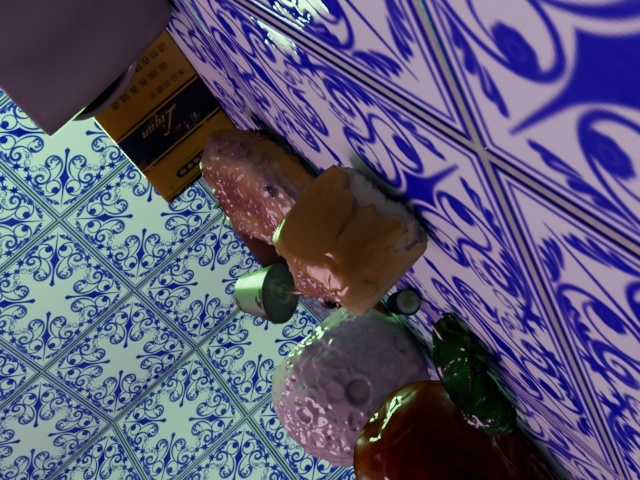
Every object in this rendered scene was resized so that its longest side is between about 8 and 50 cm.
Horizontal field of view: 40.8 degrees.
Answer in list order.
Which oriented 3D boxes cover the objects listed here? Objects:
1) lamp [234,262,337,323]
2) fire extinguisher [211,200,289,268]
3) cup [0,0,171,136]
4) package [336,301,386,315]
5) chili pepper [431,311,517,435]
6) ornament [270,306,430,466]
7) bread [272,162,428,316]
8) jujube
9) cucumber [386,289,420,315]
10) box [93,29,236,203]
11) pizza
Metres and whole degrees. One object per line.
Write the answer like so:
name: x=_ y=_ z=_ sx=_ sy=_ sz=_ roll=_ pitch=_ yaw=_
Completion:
lamp: x=-0.064 y=0.104 z=1.695 sx=0.214 sy=0.121 sz=0.121 roll=-3 pitch=141 yaw=33
fire extinguisher: x=-0.120 y=-0.018 z=1.718 sx=0.105 sy=0.104 sz=0.269 roll=43 pitch=171 yaw=42
cup: x=-0.281 y=-0.239 z=0.976 sx=0.191 sy=0.200 sz=0.253 roll=45 pitch=173 yaw=25
package: x=0.062 y=0.130 z=1.545 sx=0.194 sy=0.071 sz=0.269 roll=28 pitch=161 yaw=30
chili pepper: x=0.168 y=0.159 z=0.982 sx=0.098 sy=0.061 sz=0.224 roll=52 pitch=180 yaw=40
ornament: x=0.053 y=0.239 z=1.381 sx=0.225 sy=0.259 sz=0.259 roll=46 pitch=174 yaw=6
bread: x=0.023 y=-0.005 z=0.751 sx=0.125 sy=0.106 sz=0.082 roll=42 pitch=173 yaw=31
jujube: x=0.194 y=0.336 z=1.162 sx=0.318 sy=0.223 sz=0.223 roll=41 pitch=175 yaw=-5
cucumber: x=0.102 y=0.079 z=1.083 sx=0.032 sy=0.032 sz=0.133 roll=48 pitch=175 yaw=3
box: x=-0.232 y=-0.183 z=1.232 sx=0.070 sy=0.152 sz=0.237 roll=43 pitch=171 yaw=44
pizza: x=-0.034 y=-0.038 z=1.040 sx=0.305 sy=0.085 sz=0.161 roll=42 pitch=148 yaw=24
